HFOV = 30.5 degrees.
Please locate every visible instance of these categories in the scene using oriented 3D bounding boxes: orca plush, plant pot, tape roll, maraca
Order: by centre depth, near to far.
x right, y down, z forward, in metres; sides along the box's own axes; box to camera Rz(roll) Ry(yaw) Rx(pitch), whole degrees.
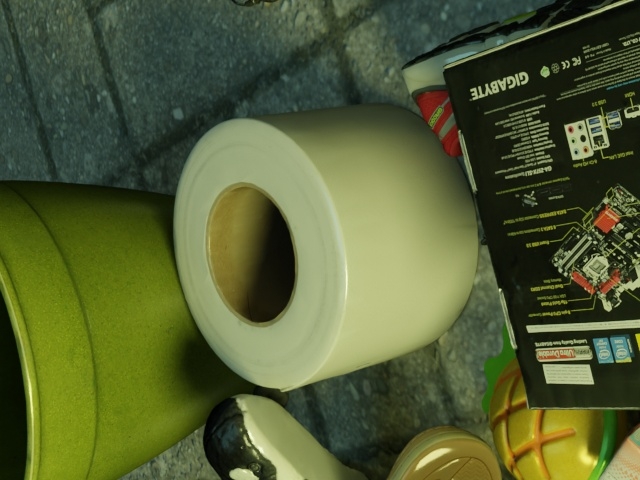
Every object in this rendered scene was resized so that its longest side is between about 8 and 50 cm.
[{"bbox_3d":[0.184,0.135,0.964,0.127,0.099,0.186,-64,28,20],"label":"maraca"},{"bbox_3d":[0.000,0.000,1.082,0.246,0.169,0.246,13,108,47],"label":"tape roll"},{"bbox_3d":[-0.044,0.221,1.099,0.102,0.287,0.151,-33,70,11],"label":"orca plush"},{"bbox_3d":[-0.235,0.093,1.231,0.366,0.353,0.367,14,108,47],"label":"plant pot"}]

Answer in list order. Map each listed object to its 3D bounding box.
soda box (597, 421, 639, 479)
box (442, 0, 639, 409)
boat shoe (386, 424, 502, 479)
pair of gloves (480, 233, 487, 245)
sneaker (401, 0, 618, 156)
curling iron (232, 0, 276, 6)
[{"bbox_3d":[0.285,0.200,0.814,0.183,0.058,0.063,42,141,24],"label":"soda box"},{"bbox_3d":[0.233,-0.027,0.725,0.322,0.079,0.257,-13,94,54],"label":"box"},{"bbox_3d":[0.079,0.295,1.095,0.110,0.121,0.341,-105,24,-58],"label":"boat shoe"},{"bbox_3d":[0.173,0.013,1.008,0.074,0.010,0.083,-33,73,48],"label":"pair of gloves"},{"bbox_3d":[0.189,-0.124,0.914,0.279,0.107,0.118,-7,112,53],"label":"sneaker"},{"bbox_3d":[-0.032,-0.343,1.138,0.068,0.035,0.274,47,131,26],"label":"curling iron"}]
